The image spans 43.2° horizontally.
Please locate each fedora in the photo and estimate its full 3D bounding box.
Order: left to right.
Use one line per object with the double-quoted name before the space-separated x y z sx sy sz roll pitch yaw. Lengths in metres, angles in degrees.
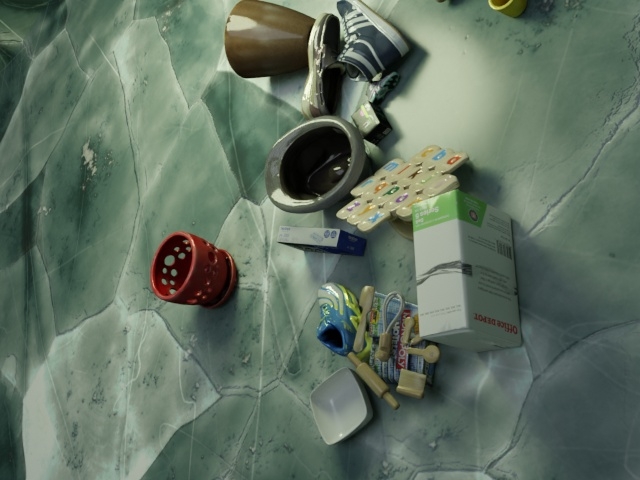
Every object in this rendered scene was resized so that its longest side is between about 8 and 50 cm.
"fedora" 0.010 -0.170 1.964 0.276 0.124 0.243 -23 63 28

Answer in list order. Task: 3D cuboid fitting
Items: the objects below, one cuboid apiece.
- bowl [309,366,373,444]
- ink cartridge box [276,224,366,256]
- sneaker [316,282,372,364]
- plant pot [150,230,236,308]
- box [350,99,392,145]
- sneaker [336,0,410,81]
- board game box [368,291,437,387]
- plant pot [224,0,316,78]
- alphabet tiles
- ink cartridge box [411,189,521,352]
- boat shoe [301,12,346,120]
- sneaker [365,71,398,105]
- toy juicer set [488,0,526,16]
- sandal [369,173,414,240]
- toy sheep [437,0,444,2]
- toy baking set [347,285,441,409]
"bowl" 0.053 0.368 1.787 0.142 0.053 0.142 -43 49 26
"ink cartridge box" 0.000 0.000 1.935 0.207 0.097 0.046 4 79 45
"sneaker" 0.035 0.174 1.819 0.091 0.126 0.240 -52 47 18
"plant pot" -0.334 0.085 2.177 0.191 0.174 0.191 -17 65 41
"box" 0.123 -0.283 1.946 0.062 0.052 0.083 -43 52 25
"sneaker" 0.084 -0.498 2.003 0.153 0.099 0.282 -44 51 3
"board game box" 0.191 0.207 1.703 0.194 0.060 0.194 -5 73 44
"plant pot" -0.101 -0.535 2.167 0.231 0.215 0.215 11 84 31
"alphabet tiles" 0.175 -0.112 1.738 0.278 0.021 0.284 -37 24 -10
"ink cartridge box" 0.283 0.066 1.562 0.115 0.198 0.272 -17 64 40
"boat shoe" 0.022 -0.443 2.071 0.092 0.103 0.285 6 84 40
"sneaker" 0.143 -0.384 1.971 0.098 0.038 0.069 -48 49 21
"toy juicer set" 0.425 -0.663 1.755 0.209 0.090 0.328 -32 55 33
"sandal" 0.158 -0.081 1.821 0.088 0.079 0.240 -56 46 15
"toy sheep" 0.286 -0.621 1.881 0.091 0.091 0.132 12 103 46
"toy baking set" 0.147 0.218 1.681 0.256 0.030 0.196 41 100 35
